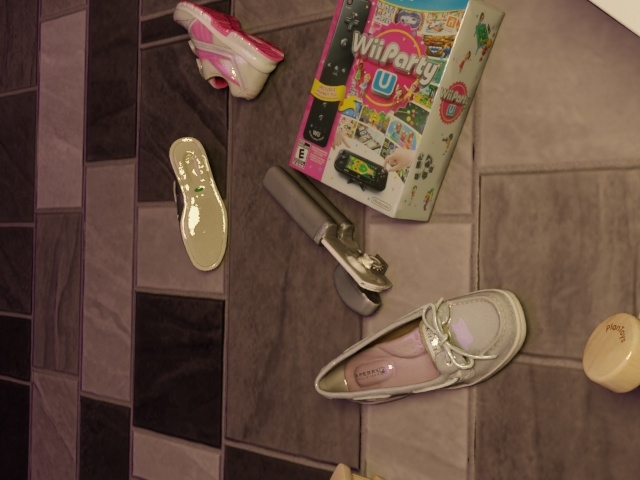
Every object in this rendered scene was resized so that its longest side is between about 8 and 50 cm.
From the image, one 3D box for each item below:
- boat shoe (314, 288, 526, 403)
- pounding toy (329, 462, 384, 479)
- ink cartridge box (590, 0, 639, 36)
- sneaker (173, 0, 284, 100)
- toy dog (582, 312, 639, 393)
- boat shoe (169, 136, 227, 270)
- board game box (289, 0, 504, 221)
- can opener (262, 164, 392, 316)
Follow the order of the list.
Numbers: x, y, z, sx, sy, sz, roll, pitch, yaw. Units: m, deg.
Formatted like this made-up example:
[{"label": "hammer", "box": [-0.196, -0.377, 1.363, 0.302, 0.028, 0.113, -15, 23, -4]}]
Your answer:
[{"label": "boat shoe", "box": [0.132, 0.154, 1.168, 0.320, 0.103, 0.118, -26, 72, 39]}, {"label": "pounding toy", "box": [0.027, 0.466, 1.279, 0.270, 0.154, 0.154, -59, 25, 12]}, {"label": "ink cartridge box", "box": [0.349, -0.263, 0.861, 0.211, 0.289, 0.122, 49, 117, 31]}, {"label": "sneaker", "box": [-0.177, -0.322, 1.459, 0.252, 0.103, 0.111, 42, 114, 35]}, {"label": "toy dog", "box": [0.427, 0.055, 0.874, 0.333, 0.220, 0.161, -27, 35, 33]}, {"label": "boat shoe", "box": [-0.214, -0.062, 1.519, 0.079, 0.084, 0.233, 156, 103, -79]}, {"label": "board game box", "box": [0.097, -0.209, 1.215, 0.224, 0.097, 0.303, 29, 107, 38]}, {"label": "can opener", "box": [0.000, 0.000, 1.310, 0.283, 0.076, 0.095, 47, 118, 34]}]
